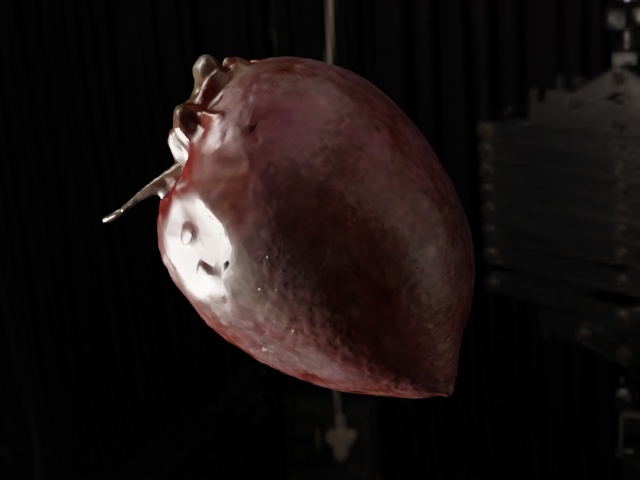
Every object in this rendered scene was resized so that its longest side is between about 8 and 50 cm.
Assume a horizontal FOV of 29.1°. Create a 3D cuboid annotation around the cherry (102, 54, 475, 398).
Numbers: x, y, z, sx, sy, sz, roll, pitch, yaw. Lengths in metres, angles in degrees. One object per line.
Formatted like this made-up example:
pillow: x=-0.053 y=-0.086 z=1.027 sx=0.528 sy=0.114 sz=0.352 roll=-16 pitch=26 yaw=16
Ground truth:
cherry: x=0.000 y=0.000 z=0.761 sx=0.249 sy=0.192 sz=0.175 roll=49 pitch=-149 yaw=21
